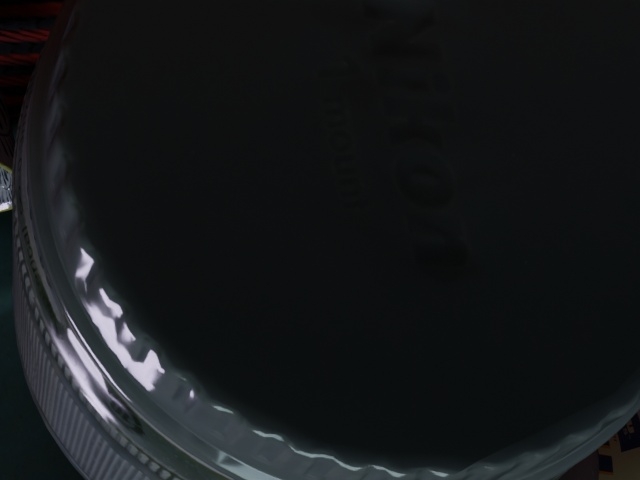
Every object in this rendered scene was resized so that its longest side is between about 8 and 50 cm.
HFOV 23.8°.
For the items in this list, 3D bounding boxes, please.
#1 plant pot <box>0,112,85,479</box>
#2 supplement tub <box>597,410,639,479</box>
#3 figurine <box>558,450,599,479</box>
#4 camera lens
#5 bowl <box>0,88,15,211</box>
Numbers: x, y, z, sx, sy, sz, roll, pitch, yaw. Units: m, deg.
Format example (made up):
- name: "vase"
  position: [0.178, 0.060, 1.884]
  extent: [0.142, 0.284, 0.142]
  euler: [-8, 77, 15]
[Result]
- name: "plant pot"
  position: [-0.066, 0.151, 0.794]
  extent: [0.341, 0.334, 0.341]
  euler: [-5, 154, -2]
- name: "supplement tub"
  position: [0.109, 0.171, 1.143]
  extent: [0.235, 0.236, 0.325]
  euler: [-3, 178, 33]
- name: "figurine"
  position: [0.127, 0.076, 0.856]
  extent: [0.092, 0.210, 0.215]
  euler: [4, 167, 5]
- name: "camera lens"
  position: [0.000, 0.000, 0.547]
  extent: [0.219, 0.219, 0.274]
  euler: [7, 165, -9]
- name: "bowl"
  position: [-0.205, -0.069, 0.654]
  extent: [0.170, 0.080, 0.170]
  euler: [4, 167, 1]
